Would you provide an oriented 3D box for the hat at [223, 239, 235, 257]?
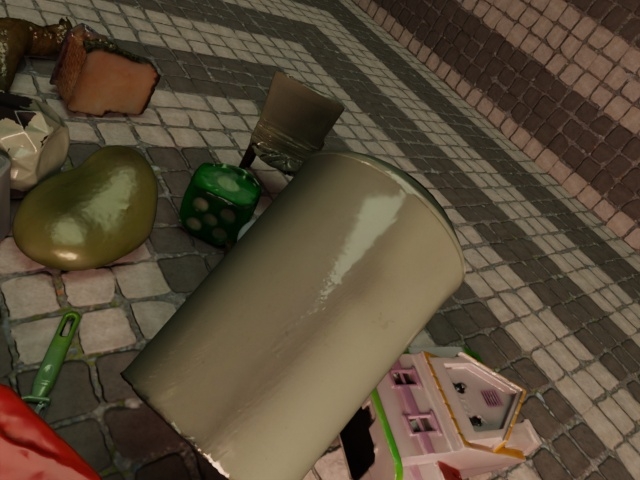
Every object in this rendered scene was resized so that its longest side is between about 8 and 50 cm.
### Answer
[{"bbox_3d":[-0.154,0.076,0.895,0.146,0.067,0.146,58,2,-3],"label":"hat"}]

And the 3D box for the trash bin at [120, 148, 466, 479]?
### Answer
[{"bbox_3d":[-0.011,0.086,0.660,0.280,0.280,0.432,38,68,10],"label":"trash bin"}]

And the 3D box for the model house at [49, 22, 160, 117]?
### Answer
[{"bbox_3d":[-0.492,-0.389,1.131,0.183,0.166,0.172,0,41,-52],"label":"model house"}]

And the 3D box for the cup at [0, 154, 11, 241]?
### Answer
[{"bbox_3d":[-0.529,-0.064,0.732,0.128,0.129,0.095,16,31,-15],"label":"cup"}]

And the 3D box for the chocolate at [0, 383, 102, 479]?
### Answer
[{"bbox_3d":[-0.440,0.239,0.395,0.341,0.161,0.360,37,36,9],"label":"chocolate"}]

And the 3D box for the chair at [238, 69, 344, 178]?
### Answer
[{"bbox_3d":[-0.071,-0.223,1.089,0.160,0.319,0.186,28,35,-4],"label":"chair"}]

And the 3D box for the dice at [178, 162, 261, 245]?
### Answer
[{"bbox_3d":[-0.196,-0.072,0.988,0.130,0.120,0.128,24,37,-6],"label":"dice"}]

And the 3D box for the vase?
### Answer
[{"bbox_3d":[-0.617,-0.209,0.826,0.360,0.165,0.165,22,36,-7],"label":"vase"}]

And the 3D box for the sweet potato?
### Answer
[{"bbox_3d":[-0.669,-0.440,1.114,0.124,0.098,0.310,29,38,-15],"label":"sweet potato"}]

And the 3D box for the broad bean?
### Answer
[{"bbox_3d":[-0.381,-0.046,0.846,0.189,0.121,0.263,36,50,-1],"label":"broad bean"}]

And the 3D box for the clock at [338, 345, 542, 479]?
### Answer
[{"bbox_3d":[0.188,0.282,0.804,0.309,0.166,0.235,4,43,-22],"label":"clock"}]

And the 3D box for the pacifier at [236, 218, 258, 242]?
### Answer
[{"bbox_3d":[0.000,0.000,0.933,0.299,0.233,0.244,13,39,-34],"label":"pacifier"}]

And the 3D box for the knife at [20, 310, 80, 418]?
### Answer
[{"bbox_3d":[-0.367,0.173,0.656,0.054,0.015,0.212,12,39,-12],"label":"knife"}]
